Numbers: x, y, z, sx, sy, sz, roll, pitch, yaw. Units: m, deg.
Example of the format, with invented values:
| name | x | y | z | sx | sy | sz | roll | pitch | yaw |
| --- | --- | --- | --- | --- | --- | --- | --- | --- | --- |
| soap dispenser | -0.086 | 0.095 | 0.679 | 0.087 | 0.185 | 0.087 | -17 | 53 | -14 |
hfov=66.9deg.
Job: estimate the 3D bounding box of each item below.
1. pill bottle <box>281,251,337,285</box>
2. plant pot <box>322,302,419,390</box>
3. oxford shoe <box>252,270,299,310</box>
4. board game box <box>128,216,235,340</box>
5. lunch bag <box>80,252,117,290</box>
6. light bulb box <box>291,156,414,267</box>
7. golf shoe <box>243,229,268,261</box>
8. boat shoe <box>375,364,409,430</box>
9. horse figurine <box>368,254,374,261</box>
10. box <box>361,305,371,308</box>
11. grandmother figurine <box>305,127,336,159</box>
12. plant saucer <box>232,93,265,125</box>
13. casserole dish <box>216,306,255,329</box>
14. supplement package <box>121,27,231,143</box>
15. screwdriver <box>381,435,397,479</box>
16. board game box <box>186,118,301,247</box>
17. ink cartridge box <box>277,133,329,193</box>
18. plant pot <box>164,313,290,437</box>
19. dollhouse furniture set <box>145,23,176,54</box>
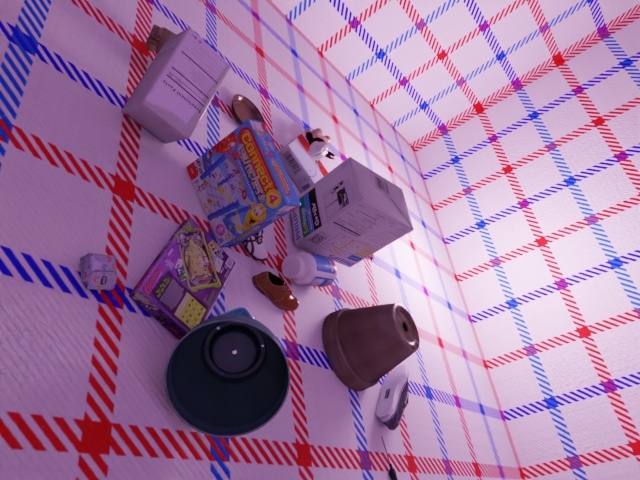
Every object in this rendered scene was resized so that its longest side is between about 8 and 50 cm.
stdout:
| name | x | y | z | sx | sy | sz | roll | pitch | yaw |
| --- | --- | --- | --- | --- | --- | --- | --- | --- | --- |
| pill bottle | -0.044 | 0.109 | 1.846 | 0.221 | 0.124 | 0.124 | 16 | 51 | -54 |
| plant pot | 0.213 | 0.380 | 1.857 | 0.323 | 0.280 | 0.323 | 39 | 35 | -36 |
| oxford shoe | -0.137 | 0.177 | 1.681 | 0.212 | 0.076 | 0.076 | 41 | 31 | -35 |
| board game box | -0.376 | 0.104 | 1.379 | 0.208 | 0.056 | 0.347 | 53 | 28 | -23 |
| lunch bag | -0.524 | 0.076 | 1.149 | 0.071 | 0.053 | 0.083 | 13 | 62 | -53 |
| light bulb box | 0.123 | -0.101 | 2.015 | 0.358 | 0.361 | 0.225 | 24 | 45 | -41 |
| golf shoe | -0.230 | -0.019 | 1.689 | 0.198 | 0.094 | 0.077 | 56 | 27 | -12 |
| boat shoe | 0.312 | 0.635 | 1.969 | 0.102 | 0.108 | 0.301 | 54 | 31 | -12 |
| horse figurine | 0.191 | -0.026 | 2.435 | 0.263 | 0.066 | 0.174 | 59 | 21 | -9 |
| box | 0.197 | 0.326 | 2.124 | 0.083 | 0.052 | 0.062 | 0 | 64 | -61 |
| grandmother figurine | -0.004 | -0.473 | 2.423 | 0.208 | 0.104 | 0.342 | 32 | 21 | -8 |
| plant saucer | -0.317 | -0.536 | 2.092 | 0.198 | 0.036 | 0.198 | 41 | 33 | -34 |
| casserole dish | -0.258 | 0.265 | 1.433 | 0.188 | 0.037 | 0.114 | -14 | 76 | -61 |
| supplement package | -0.452 | -0.479 | 1.526 | 0.175 | 0.177 | 0.293 | 38 | 69 | -37 |
| screwdriver | 0.256 | 0.813 | 1.798 | 0.025 | 0.024 | 0.170 | 5 | 53 | -23 |
| board game box | -0.255 | -0.179 | 1.569 | 0.086 | 0.302 | 0.308 | -8 | 70 | -61 |
| ink cartridge box | -0.038 | -0.362 | 2.340 | 0.308 | 0.091 | 0.385 | 54 | 29 | -13 |
| plant pot | -0.225 | 0.312 | 1.227 | 0.293 | 0.293 | 0.196 | 56 | 1 | -10 |
| dollhouse furniture set | -0.505 | -0.630 | 1.726 | 0.242 | 0.161 | 0.212 | 22 | 13 | -36 |
